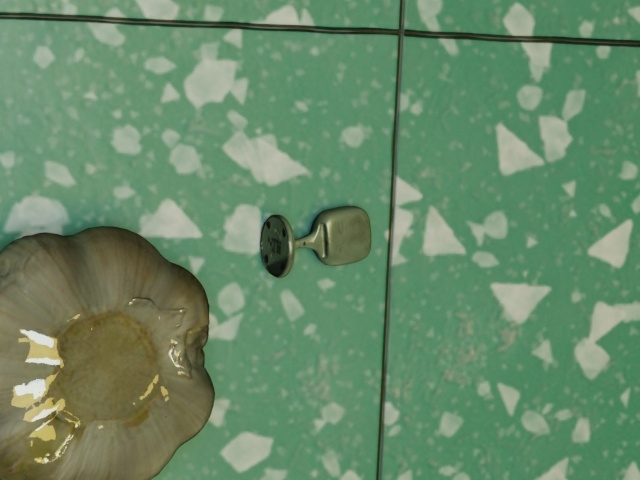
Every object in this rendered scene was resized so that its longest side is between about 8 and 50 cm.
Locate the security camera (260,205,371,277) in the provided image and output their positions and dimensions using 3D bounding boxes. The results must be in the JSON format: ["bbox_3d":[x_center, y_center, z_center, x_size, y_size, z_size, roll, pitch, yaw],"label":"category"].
[{"bbox_3d":[0.000,0.000,1.646,0.092,0.058,0.058,-5,99,-29],"label":"security camera"}]

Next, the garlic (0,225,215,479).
[{"bbox_3d":[-0.197,0.096,1.536,0.227,0.152,0.228,4,80,-23],"label":"garlic"}]
